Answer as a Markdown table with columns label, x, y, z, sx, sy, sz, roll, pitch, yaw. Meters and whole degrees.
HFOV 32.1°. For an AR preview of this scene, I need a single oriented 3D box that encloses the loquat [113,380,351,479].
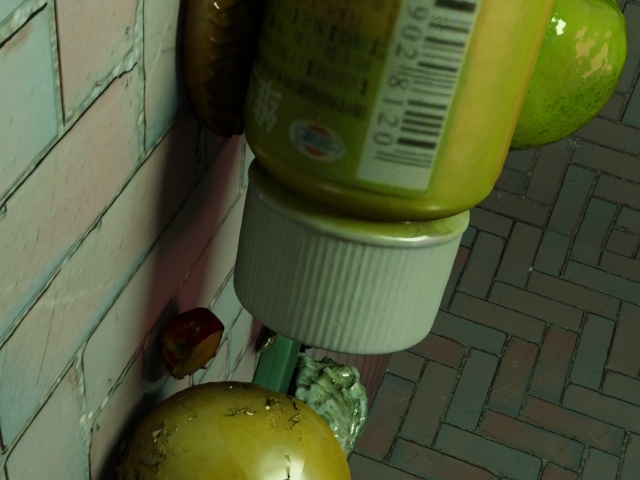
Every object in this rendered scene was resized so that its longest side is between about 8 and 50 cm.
| label | x | y | z | sx | sy | sz | roll | pitch | yaw |
| --- | --- | --- | --- | --- | --- | --- | --- | --- | --- |
| loquat | -0.088 | 0.246 | 1.064 | 0.235 | 0.235 | 0.235 | 19 | 90 | -80 |

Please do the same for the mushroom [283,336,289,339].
| label | x | y | z | sx | sy | sz | roll | pitch | yaw |
| --- | --- | --- | --- | --- | --- | --- | --- | --- | --- |
| mushroom | -0.001 | 0.002 | 1.464 | 0.096 | 0.099 | 0.278 | -34 | -148 | 60 |

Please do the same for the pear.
| label | x | y | z | sx | sy | sz | roll | pitch | yaw |
| --- | --- | --- | --- | --- | --- | --- | --- | --- | --- |
| pear | 0.347 | -0.337 | 1.992 | 0.391 | 0.391 | 0.391 | 19 | 90 | -80 |

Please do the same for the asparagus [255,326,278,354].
| label | x | y | z | sx | sy | sz | roll | pitch | yaw |
| --- | --- | --- | --- | --- | --- | --- | --- | --- | --- |
| asparagus | -0.063 | 0.115 | 1.528 | 0.025 | 0.021 | 0.108 | 95 | 17 | -57 |

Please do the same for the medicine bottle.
| label | x | y | z | sx | sy | sz | roll | pitch | yaw |
| --- | --- | --- | --- | --- | --- | --- | --- | --- | --- |
| medicine bottle | 0.051 | -0.114 | 0.919 | 0.224 | 0.224 | 0.384 | -51 | 156 | -63 |

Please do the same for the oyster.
| label | x | y | z | sx | sy | sz | roll | pitch | yaw |
| --- | --- | --- | --- | --- | --- | --- | --- | --- | --- |
| oyster | -0.014 | 0.262 | 1.649 | 0.198 | 0.112 | 0.267 | -57 | -160 | -9 |

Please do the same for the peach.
| label | x | y | z | sx | sy | sz | roll | pitch | yaw |
| --- | --- | --- | --- | --- | --- | --- | --- | --- | --- |
| peach | -0.125 | 0.096 | 1.081 | 0.077 | 0.050 | 0.083 | -49 | 164 | 11 |

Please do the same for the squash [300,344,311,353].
| label | x | y | z | sx | sy | sz | roll | pitch | yaw |
| --- | --- | --- | --- | --- | --- | --- | --- | --- | --- |
| squash | -0.005 | 0.088 | 1.654 | 0.318 | 0.080 | 0.071 | 90 | -16 | -64 |

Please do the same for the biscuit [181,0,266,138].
| label | x | y | z | sx | sy | sz | roll | pitch | yaw |
| --- | --- | --- | --- | --- | --- | --- | --- | --- | --- |
| biscuit | -0.039 | -0.240 | 0.960 | 0.318 | 0.040 | 0.318 | 20 | 90 | -79 |

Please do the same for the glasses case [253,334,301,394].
| label | x | y | z | sx | sy | sz | roll | pitch | yaw |
| --- | --- | --- | --- | --- | --- | --- | --- | --- | --- |
| glasses case | -0.069 | 0.202 | 1.601 | 0.078 | 0.039 | 0.184 | -35 | 143 | -73 |
